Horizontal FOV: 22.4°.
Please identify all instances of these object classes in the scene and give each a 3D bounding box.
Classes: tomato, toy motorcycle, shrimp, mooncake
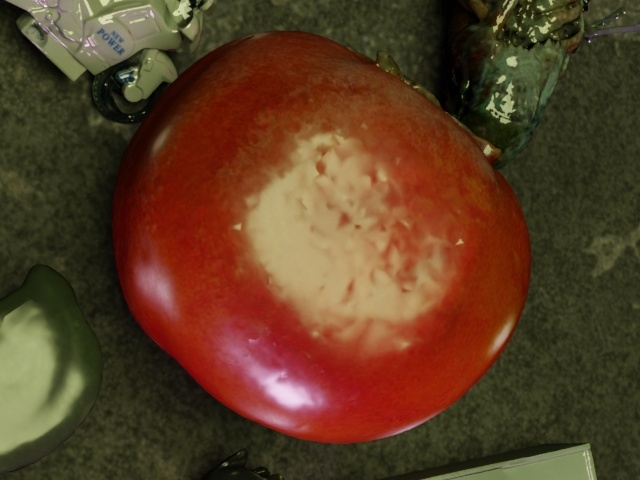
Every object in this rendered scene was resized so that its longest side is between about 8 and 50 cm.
[{"bbox_3d":[0.000,0.000,1.253,0.325,0.293,0.290,41,84,-19],"label":"tomato"},{"bbox_3d":[-0.175,-0.203,1.285,0.150,0.102,0.221,-44,122,3],"label":"toy motorcycle"},{"bbox_3d":[0.199,-0.226,1.436,0.172,0.137,0.372,19,84,-11],"label":"shrimp"},{"bbox_3d":[-0.255,0.095,1.219,0.175,0.104,0.169,14,81,-19],"label":"mooncake"}]

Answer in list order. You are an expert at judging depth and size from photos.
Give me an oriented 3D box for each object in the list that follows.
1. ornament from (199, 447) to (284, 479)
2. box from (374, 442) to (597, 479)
[{"bbox_3d":[-0.150,0.251,1.257,0.236,0.080,0.202,11,82,-22],"label":"ornament"},{"bbox_3d":[0.127,0.256,1.374,0.225,0.086,0.130,-8,86,-24],"label":"box"}]
